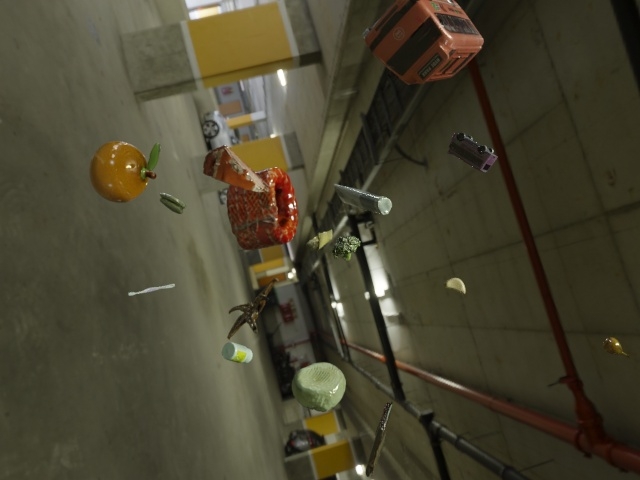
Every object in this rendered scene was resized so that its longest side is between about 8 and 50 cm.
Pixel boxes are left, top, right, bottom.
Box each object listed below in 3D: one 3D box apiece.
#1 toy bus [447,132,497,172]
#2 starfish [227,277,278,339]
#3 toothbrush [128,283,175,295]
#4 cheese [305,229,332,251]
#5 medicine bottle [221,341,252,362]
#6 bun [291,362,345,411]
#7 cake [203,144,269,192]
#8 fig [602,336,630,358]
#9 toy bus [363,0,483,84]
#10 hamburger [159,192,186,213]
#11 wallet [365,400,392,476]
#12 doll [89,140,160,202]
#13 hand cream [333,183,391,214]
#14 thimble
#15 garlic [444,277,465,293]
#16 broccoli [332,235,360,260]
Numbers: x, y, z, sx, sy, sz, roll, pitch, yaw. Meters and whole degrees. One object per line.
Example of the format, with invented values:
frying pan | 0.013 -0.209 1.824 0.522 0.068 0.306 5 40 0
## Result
toy bus | 0.575 -0.337 2.020 0.178 0.086 0.099 42 -66 31
starfish | -0.204 0.202 1.565 0.057 0.213 0.238 42 -25 -17
toothbrush | -0.485 0.142 1.521 0.013 0.131 0.011 -141 -134 -58
cheese | 0.001 0.001 1.545 0.042 0.060 0.084 56 -40 2
medicine bottle | -0.221 0.301 1.409 0.083 0.047 0.047 37 29 -54
bun | -0.004 0.523 1.873 0.195 0.195 0.118 -117 -158 -63
cake | -0.313 -0.267 2.032 0.135 0.287 0.098 -64 -177 8
fig | 0.925 0.340 1.653 0.083 0.050 0.050 37 -22 20
toy bus | 0.311 -0.583 1.538 0.233 0.203 0.427 51 34 5
hamburger | -0.605 -0.152 2.175 0.121 0.054 0.084 39 -11 -38
wallet | 0.178 0.607 1.617 0.122 0.031 0.233 -53 155 -55
doll | -0.662 -0.235 1.812 0.213 0.235 0.214 2 90 -77
hand cream | 0.119 -0.124 1.579 0.255 0.048 0.080 22 -34 58
thimble | -0.245 -0.139 2.269 0.350 0.230 0.351 -11 90 -73
garlic | 0.513 0.170 2.018 0.041 0.083 0.053 106 -2 -66
broccoli | 0.092 0.026 1.877 0.097 0.095 0.092 -74 165 -53
